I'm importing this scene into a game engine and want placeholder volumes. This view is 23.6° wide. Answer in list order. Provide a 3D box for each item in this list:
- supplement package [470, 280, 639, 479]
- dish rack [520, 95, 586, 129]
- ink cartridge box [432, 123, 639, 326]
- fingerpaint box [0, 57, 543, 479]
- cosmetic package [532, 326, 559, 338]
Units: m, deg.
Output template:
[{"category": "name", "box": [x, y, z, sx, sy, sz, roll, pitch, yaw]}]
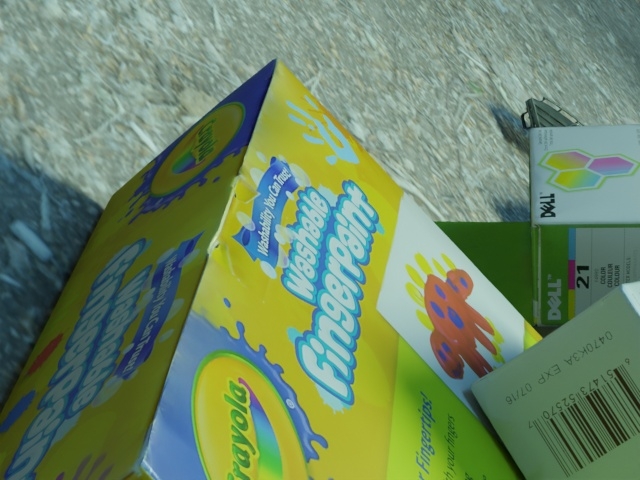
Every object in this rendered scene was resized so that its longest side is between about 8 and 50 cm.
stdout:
[{"category": "supplement package", "box": [0.179, 0.090, 0.870, 0.105, 0.105, 0.179, 58, 21, 13]}, {"category": "dish rack", "box": [0.335, -0.052, 1.812, 0.208, 0.074, 0.272, 30, 40, -43]}, {"category": "ink cartridge box", "box": [0.173, -0.014, 1.242, 0.189, 0.255, 0.097, -77, 165, -62]}, {"category": "fingerpaint box", "box": [0.018, 0.152, 0.817, 0.371, 0.163, 0.445, 46, 22, -17]}, {"category": "cosmetic package", "box": [0.227, 0.133, 1.248, 0.113, 0.160, 0.309, 45, 22, -17]}]
